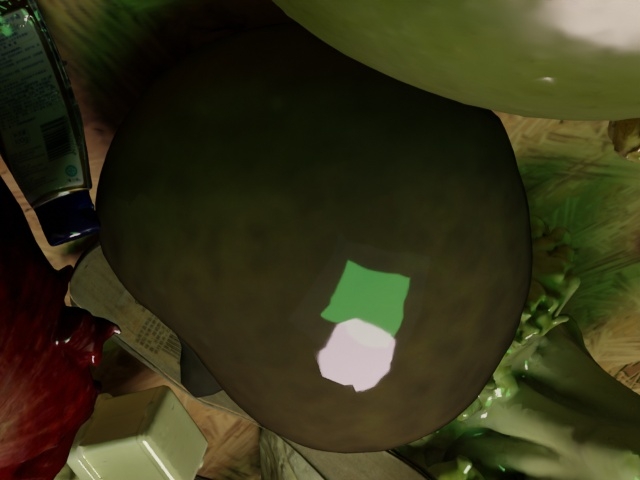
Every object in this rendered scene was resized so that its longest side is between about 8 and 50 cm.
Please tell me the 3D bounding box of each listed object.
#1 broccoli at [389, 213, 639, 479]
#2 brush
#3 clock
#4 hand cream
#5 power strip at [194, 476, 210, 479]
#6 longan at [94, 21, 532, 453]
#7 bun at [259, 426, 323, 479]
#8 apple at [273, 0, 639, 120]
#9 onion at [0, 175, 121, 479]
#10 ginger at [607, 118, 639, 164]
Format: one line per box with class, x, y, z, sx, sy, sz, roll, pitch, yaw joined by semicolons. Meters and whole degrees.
broccoli;0.181;0.155;1.042;0.293;0.281;0.347;3;97;-29
brush;-0.046;0.110;0.982;0.070;0.327;0.065;-54;169;-3
clock;-0.138;0.301;1.176;0.276;0.120;0.379;-18;121;29
hand cream;-0.177;-0.076;0.806;0.062;0.163;0.039;-19;-175;10
power strip;-0.047;0.325;1.379;0.062;0.091;0.385;-35;138;28
longan;0.000;0.000;0.857;0.300;0.243;0.300;10;121;17
bun;0.047;0.228;1.245;0.244;0.153;0.244;-6;143;-5
apple;0.106;-0.217;0.545;0.357;0.357;0.357;-10;142;-8
onion;-0.308;0.052;0.764;0.341;0.341;0.341;-10;142;-8
ginger;0.319;-0.107;0.973;0.205;0.081;0.115;-18;175;-11
